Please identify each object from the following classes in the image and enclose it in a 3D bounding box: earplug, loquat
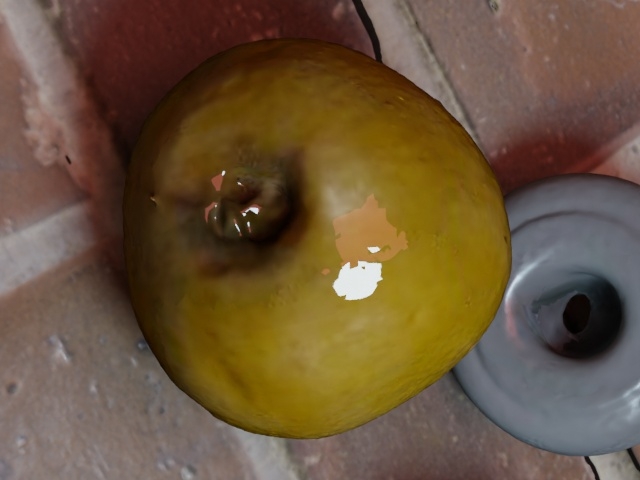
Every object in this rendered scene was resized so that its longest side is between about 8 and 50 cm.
[{"bbox_3d":[0.255,0.060,1.427,0.325,0.175,0.214,4,91,-12],"label":"earplug"},{"bbox_3d":[0.000,0.000,1.269,0.274,0.275,0.275,1,88,-22],"label":"loquat"}]
